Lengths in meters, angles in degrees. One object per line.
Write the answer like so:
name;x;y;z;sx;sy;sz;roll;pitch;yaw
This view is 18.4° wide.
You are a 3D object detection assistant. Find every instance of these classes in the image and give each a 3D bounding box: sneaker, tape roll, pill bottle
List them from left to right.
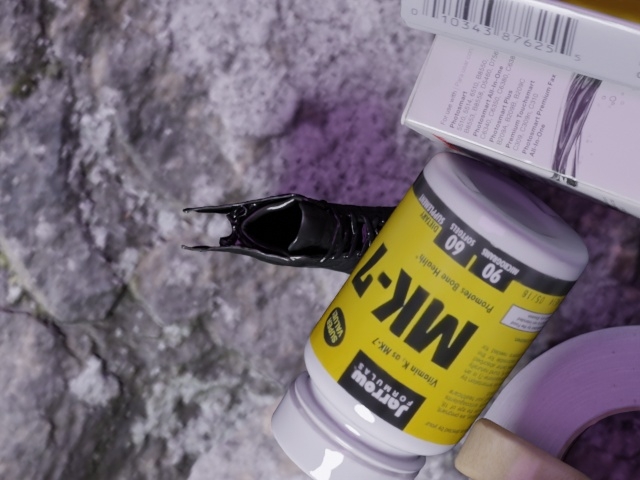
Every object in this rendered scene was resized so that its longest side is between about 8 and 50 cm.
sneaker;0.000;-0.003;1.286;0.170;0.089;0.051;3;86;11
pill bottle;0.065;0.059;1.242;0.119;0.119;0.208;37;107;11
tape roll;0.203;0.162;1.245;0.219;0.072;0.219;-1;85;11

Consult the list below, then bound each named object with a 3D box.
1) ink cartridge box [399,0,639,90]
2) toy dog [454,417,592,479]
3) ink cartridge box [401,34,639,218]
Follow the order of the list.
ink cartridge box;0.239;-0.215;1.191;0.303;0.072;0.307;16;59;11
toy dog;0.173;0.231;1.127;0.334;0.161;0.220;10;89;11
ink cartridge box;0.167;-0.071;1.228;0.203;0.148;0.086;22;92;11
